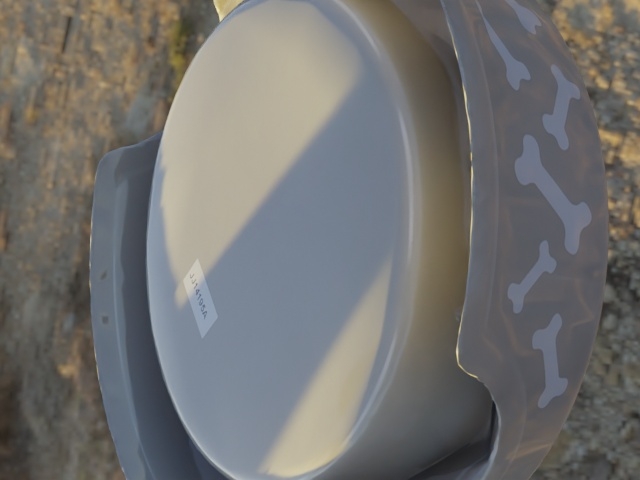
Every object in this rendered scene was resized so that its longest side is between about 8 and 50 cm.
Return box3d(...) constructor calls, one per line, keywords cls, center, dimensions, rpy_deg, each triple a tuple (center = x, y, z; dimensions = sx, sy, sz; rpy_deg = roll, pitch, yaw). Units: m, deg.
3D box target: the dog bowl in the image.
box3d(cls="dog bowl", center=(0.000, 0.000, 0.648), dimensions=(0.349, 0.102, 0.349), rpy_deg=(-10, 79, 56))
